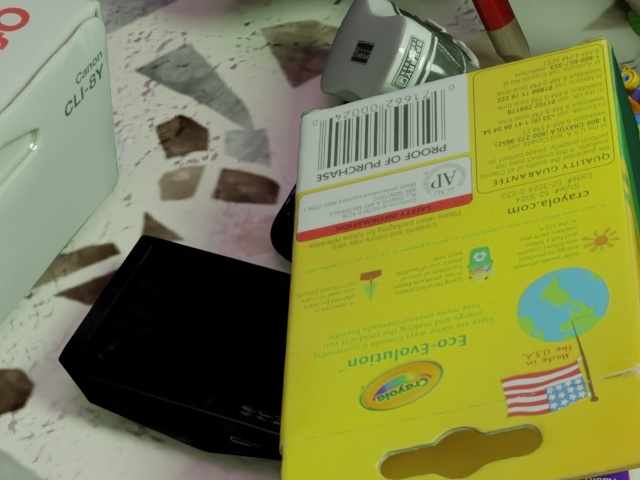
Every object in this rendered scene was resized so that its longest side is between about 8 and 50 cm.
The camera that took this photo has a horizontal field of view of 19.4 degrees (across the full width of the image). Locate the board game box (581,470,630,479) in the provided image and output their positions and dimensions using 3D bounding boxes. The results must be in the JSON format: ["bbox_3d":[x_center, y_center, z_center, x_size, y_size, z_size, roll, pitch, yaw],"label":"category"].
[{"bbox_3d":[0.096,0.206,0.992,0.146,0.045,0.193,0,44,3],"label":"board game box"}]

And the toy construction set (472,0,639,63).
[{"bbox_3d":[0.265,-0.171,1.285,0.308,0.237,0.257,-13,30,27],"label":"toy construction set"}]

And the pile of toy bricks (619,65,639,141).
[{"bbox_3d":[0.213,-0.026,1.201,0.105,0.118,0.212,-47,40,10],"label":"pile of toy bricks"}]

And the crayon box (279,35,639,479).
[{"bbox_3d":[0.084,0.037,1.047,0.202,0.081,0.318,-13,42,16],"label":"crayon box"}]

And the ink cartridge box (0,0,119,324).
[{"bbox_3d":[-0.362,-0.063,1.206,0.384,0.160,0.279,17,47,19],"label":"ink cartridge box"}]

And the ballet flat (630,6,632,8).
[{"bbox_3d":[0.271,-0.252,1.443,0.077,0.077,0.231,6,44,7],"label":"ballet flat"}]

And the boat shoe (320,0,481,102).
[{"bbox_3d":[0.053,-0.115,1.254,0.070,0.078,0.219,23,9,-15],"label":"boat shoe"}]

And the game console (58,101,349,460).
[{"bbox_3d":[0.000,0.000,1.214,0.213,0.044,0.361,15,46,16],"label":"game console"}]
